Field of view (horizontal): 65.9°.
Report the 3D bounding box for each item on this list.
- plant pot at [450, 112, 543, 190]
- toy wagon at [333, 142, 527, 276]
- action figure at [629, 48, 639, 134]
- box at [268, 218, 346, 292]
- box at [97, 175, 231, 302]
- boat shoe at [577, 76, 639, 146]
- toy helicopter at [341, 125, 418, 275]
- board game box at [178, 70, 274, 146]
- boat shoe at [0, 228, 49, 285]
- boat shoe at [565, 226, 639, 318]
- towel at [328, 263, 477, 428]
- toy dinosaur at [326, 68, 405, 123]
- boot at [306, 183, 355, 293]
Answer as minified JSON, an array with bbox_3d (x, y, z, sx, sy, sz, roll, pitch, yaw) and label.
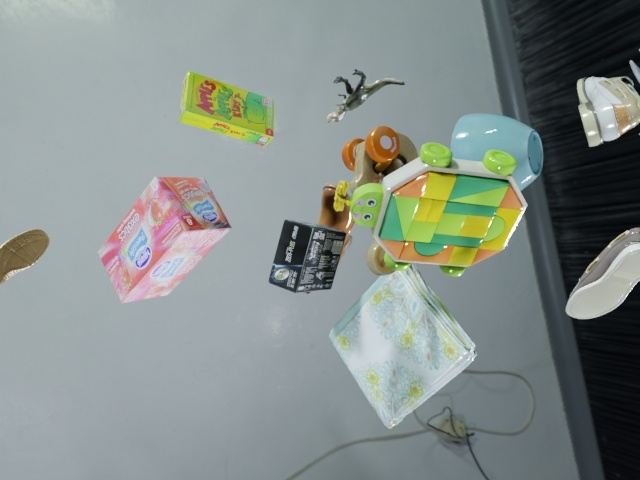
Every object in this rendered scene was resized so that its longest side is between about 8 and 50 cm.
[{"bbox_3d":[0.547,-0.250,1.483,0.290,0.195,0.290,1,88,-47],"label":"plant pot"},{"bbox_3d":[0.195,-0.049,0.918,0.344,0.068,0.267,5,129,-9],"label":"toy wagon"},{"bbox_3d":[0.413,-0.169,0.422,0.185,0.285,0.099,53,29,15],"label":"action figure"},{"bbox_3d":[-0.026,0.036,1.130,0.180,0.077,0.147,4,103,-63],"label":"box"},{"bbox_3d":[-0.368,0.002,1.151,0.142,0.300,0.154,-8,63,-55],"label":"box"},{"bbox_3d":[0.595,-0.277,1.017,0.113,0.103,0.302,62,34,-20],"label":"boat shoe"},{"bbox_3d":[0.175,-0.090,1.202,0.235,0.140,0.355,9,81,-27],"label":"toy helicopter"},{"bbox_3d":[-0.182,-0.258,0.978,0.181,0.043,0.092,11,67,-29],"label":"board game box"},{"bbox_3d":[-0.563,0.039,0.872,0.170,0.059,0.063,-51,131,-37],"label":"boat shoe"},{"bbox_3d":[0.789,0.099,1.358,0.116,0.324,0.097,18,47,2],"label":"boat shoe"},{"bbox_3d":[0.206,0.281,1.346,0.090,0.374,0.320,1,46,-44],"label":"towel"},{"bbox_3d":[0.113,-0.464,1.522,0.118,0.268,0.064,46,35,-31],"label":"toy dinosaur"},{"bbox_3d":[0.000,0.000,1.365,0.109,0.283,0.220,28,57,20],"label":"boot"}]
